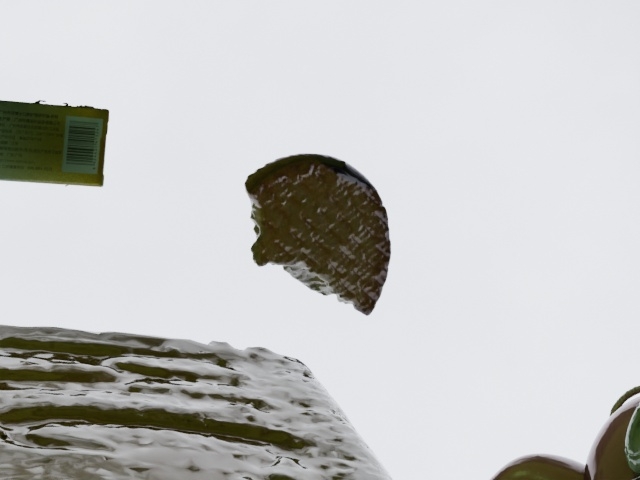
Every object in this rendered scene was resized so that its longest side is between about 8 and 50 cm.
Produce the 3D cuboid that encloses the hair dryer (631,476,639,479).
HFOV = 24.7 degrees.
[{"bbox_3d":[0.224,0.240,0.853,0.090,0.278,0.135,-24,-121,-2],"label":"hair dryer"}]

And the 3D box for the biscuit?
[{"bbox_3d":[-0.001,0.000,1.601,0.176,0.228,0.031,-31,-147,-24],"label":"biscuit"}]

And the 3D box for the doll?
[{"bbox_3d":[0.308,0.223,1.412,0.216,0.284,0.268,31,-104,31],"label":"doll"}]

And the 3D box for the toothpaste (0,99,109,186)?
[{"bbox_3d":[-0.362,-0.100,1.410,0.313,0.089,0.071,3,-173,-29],"label":"toothpaste"}]

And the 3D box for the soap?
[{"bbox_3d":[-0.114,0.161,0.789,0.294,0.156,0.335,8,-169,-14],"label":"soap"}]
